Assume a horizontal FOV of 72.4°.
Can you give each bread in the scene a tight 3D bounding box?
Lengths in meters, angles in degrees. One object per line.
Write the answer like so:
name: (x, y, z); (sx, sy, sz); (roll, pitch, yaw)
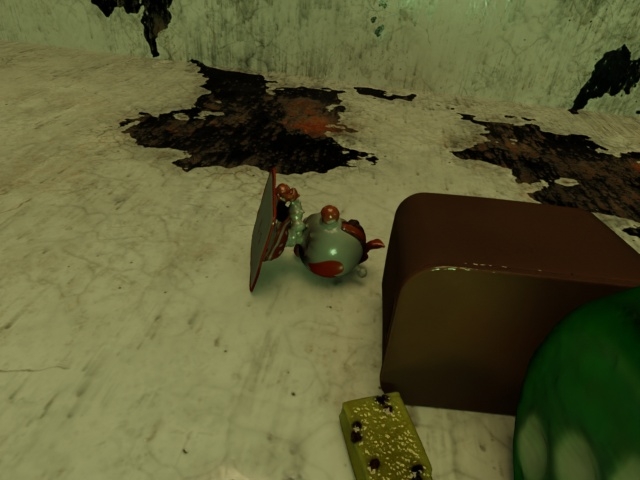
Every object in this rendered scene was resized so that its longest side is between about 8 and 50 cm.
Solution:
bread: (0.088, 0.280, 0.488); (0.088, 0.049, 0.226); (-4, 36, -14)

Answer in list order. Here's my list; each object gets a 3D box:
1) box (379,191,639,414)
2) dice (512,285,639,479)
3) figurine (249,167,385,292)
box: (0.262, 0.084, 0.638); (0.339, 0.240, 0.229); (6, 32, 1)
dice: (0.362, 0.231, 0.381); (0.286, 0.300, 0.297); (11, 34, 4)
figurine: (0.000, 0.000, 0.796); (0.226, 0.184, 0.160); (10, 42, -15)
